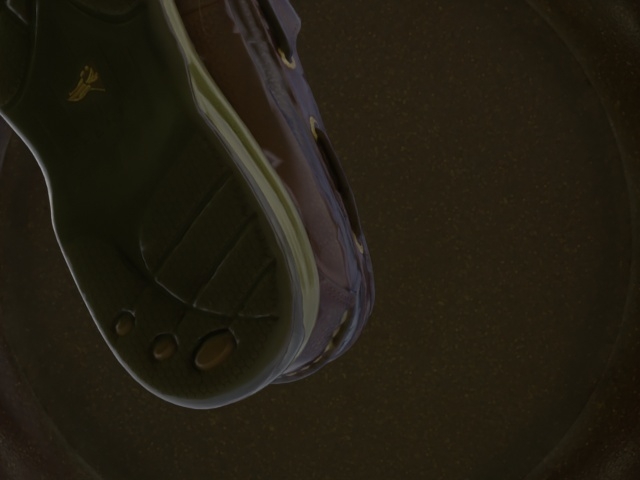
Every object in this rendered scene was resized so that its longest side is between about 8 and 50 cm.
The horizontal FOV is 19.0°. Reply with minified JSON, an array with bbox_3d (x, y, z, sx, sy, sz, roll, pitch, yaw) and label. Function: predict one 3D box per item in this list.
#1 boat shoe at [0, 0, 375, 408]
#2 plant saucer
[{"bbox_3d":[-0.040,-0.048,0.435,0.064,0.060,0.178,-31,-103,31],"label":"boat shoe"},{"bbox_3d":[0.000,0.000,0.727,0.311,0.050,0.310,0,-91,-6],"label":"plant saucer"}]
